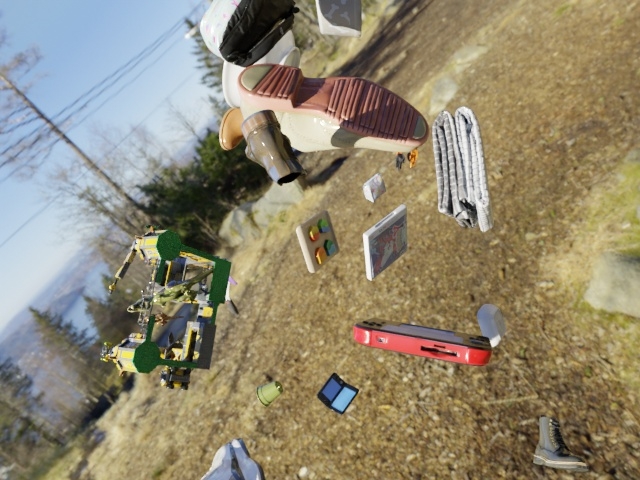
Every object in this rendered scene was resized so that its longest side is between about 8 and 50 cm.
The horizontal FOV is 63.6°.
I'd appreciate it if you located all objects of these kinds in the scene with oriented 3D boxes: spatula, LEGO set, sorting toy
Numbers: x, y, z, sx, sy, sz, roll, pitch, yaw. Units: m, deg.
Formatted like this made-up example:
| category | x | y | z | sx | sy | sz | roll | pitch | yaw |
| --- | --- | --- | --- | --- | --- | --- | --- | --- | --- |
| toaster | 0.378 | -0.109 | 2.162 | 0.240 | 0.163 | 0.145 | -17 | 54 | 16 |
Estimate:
| category | x | y | z | sx | sy | sz | roll | pitch | yaw |
| --- | --- | --- | --- | --- | --- | --- | --- | --- | --- |
| spatula | -0.285 | 0.162 | 1.584 | 0.296 | 0.084 | 0.030 | 91 | -155 | -55 |
| LEGO set | -0.345 | 0.139 | 1.097 | 0.192 | 0.255 | 0.331 | -4 | 80 | 36 |
| sorting toy | 0.000 | 0.000 | 2.016 | 0.038 | 0.193 | 0.208 | -6 | 18 | 36 |

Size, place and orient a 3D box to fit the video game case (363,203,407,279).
| category | x | y | z | sx | sy | sz | roll | pitch | yaw |
| --- | --- | --- | --- | --- | --- | --- | --- | --- | --- |
| video game case | 0.212 | 0.008 | 1.650 | 0.183 | 0.201 | 0.023 | -36 | 50 | -25 |

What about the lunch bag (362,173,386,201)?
| category | x | y | z | sx | sy | sz | roll | pitch | yaw |
| --- | --- | --- | --- | --- | --- | --- | --- | --- | --- |
| lunch bag | 0.190 | -0.192 | 1.833 | 0.071 | 0.083 | 0.053 | -41 | 51 | -16 |

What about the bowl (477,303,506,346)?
| category | x | y | z | sx | sy | sz | roll | pitch | yaw |
| --- | --- | --- | --- | --- | --- | --- | --- | --- | --- |
| bowl | 0.626 | 0.306 | 1.867 | 0.053 | 0.142 | 0.142 | -16 | 3 | 35 |

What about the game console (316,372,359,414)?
| category | x | y | z | sx | sy | sz | roll | pitch | yaw |
| --- | --- | --- | --- | --- | --- | --- | --- | --- | --- |
| game console | 0.066 | 0.580 | 1.961 | 0.122 | 0.107 | 0.071 | -48 | 9 | -28 |

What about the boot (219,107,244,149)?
| category | x | y | z | sx | sy | sz | roll | pitch | yaw |
| --- | --- | --- | --- | --- | --- | --- | --- | --- | --- |
| boot | -0.218 | -0.423 | 1.833 | 0.220 | 0.109 | 0.283 | 27 | 77 | 35 |

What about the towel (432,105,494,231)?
| category | x | y | z | sx | sy | sz | roll | pitch | yaw |
| --- | --- | --- | --- | --- | --- | --- | --- | --- | --- |
| towel | 0.374 | -0.176 | 1.354 | 0.121 | 0.235 | 0.284 | -8 | 76 | 20 |

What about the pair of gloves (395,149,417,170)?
| category | x | y | z | sx | sy | sz | roll | pitch | yaw |
| --- | --- | --- | --- | --- | --- | --- | --- | --- | --- |
| pair of gloves | 0.269 | -0.258 | 1.613 | 0.083 | 0.074 | 0.010 | -16 | 32 | -23 |

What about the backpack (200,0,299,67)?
| category | x | y | z | sx | sy | sz | roll | pitch | yaw |
| --- | --- | --- | --- | --- | --- | --- | --- | --- | --- |
| backpack | -0.151 | -0.442 | 1.032 | 0.182 | 0.152 | 0.115 | -52 | 54 | 11 |

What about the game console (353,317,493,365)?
| category | x | y | z | sx | sy | sz | roll | pitch | yaw |
| --- | --- | --- | --- | --- | --- | --- | --- | --- | --- |
| game console | 0.310 | 0.287 | 1.544 | 0.342 | 0.386 | 0.060 | 0 | -82 | -73 |

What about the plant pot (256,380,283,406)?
| category | x | y | z | sx | sy | sz | roll | pitch | yaw |
| --- | --- | --- | --- | --- | --- | --- | --- | --- | --- |
| plant pot | -0.183 | 0.562 | 1.917 | 0.079 | 0.083 | 0.083 | -33 | 20 | 13 |

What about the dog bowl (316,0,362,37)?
| category | x | y | z | sx | sy | sz | roll | pitch | yaw |
| --- | --- | --- | --- | --- | --- | --- | --- | --- | --- |
| dog bowl | 0.028 | -0.672 | 1.258 | 0.102 | 0.349 | 0.349 | -8 | 23 | 2 |

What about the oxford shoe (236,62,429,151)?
| category | x | y | z | sx | sy | sz | roll | pitch | yaw |
| --- | --- | --- | --- | --- | --- | --- | --- | --- | --- |
| oxford shoe | 0.024 | -0.250 | 1.071 | 0.146 | 0.397 | 0.140 | 98 | -168 | -56 |

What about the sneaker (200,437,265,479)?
| category | x | y | z | sx | sy | sz | roll | pitch | yaw |
| --- | --- | --- | --- | --- | --- | --- | --- | --- | --- |
| sneaker | -0.297 | 0.623 | 1.297 | 0.257 | 0.169 | 0.447 | -9 | -11 | -20 |

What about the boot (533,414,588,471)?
| category | x | y | z | sx | sy | sz | roll | pitch | yaw |
| --- | --- | --- | --- | --- | --- | --- | --- | --- | --- |
| boot | 0.639 | 0.540 | 1.387 | 0.198 | 0.077 | 0.137 | 129 | 155 | -69 |

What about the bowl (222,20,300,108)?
| category | x | y | z | sx | sy | sz | roll | pitch | yaw |
| --- | --- | --- | --- | --- | --- | --- | --- | --- | --- |
| bowl | -0.146 | -0.497 | 1.460 | 0.298 | 0.134 | 0.298 | 22 | -90 | -81 |

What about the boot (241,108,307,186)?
| category | x | y | z | sx | sy | sz | roll | pitch | yaw |
| --- | --- | --- | --- | --- | --- | --- | --- | --- | --- |
| boot | -0.073 | -0.126 | 0.865 | 0.082 | 0.106 | 0.219 | -26 | -10 | 1 |
